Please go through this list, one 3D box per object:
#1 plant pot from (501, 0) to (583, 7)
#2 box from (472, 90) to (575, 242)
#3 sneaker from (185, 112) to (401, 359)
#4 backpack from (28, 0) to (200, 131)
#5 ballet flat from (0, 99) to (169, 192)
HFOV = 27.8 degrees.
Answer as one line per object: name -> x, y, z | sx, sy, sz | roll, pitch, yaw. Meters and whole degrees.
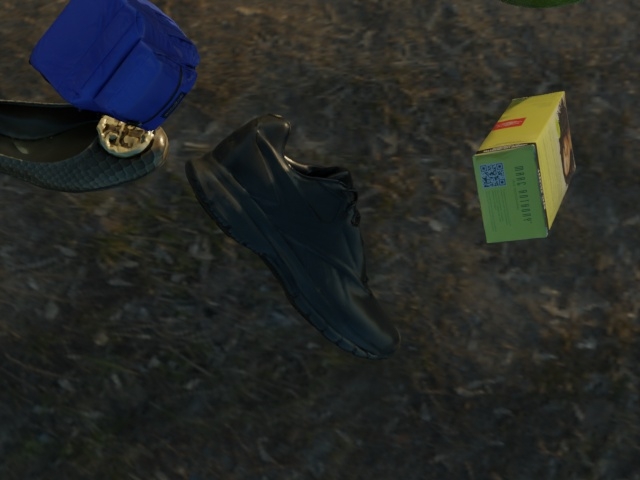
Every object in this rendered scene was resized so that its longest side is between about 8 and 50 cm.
plant pot -> 0.124, -0.359, 0.912 | 0.294, 0.275, 0.274 | 32, 81, -38
box -> 0.195, -0.074, 1.208 | 0.058, 0.232, 0.087 | -6, 107, 20
sneaker -> 0.000, 0.000, 1.254 | 0.130, 0.109, 0.286 | -41, 112, -2
backpack -> -0.150, -0.134, 1.008 | 0.098, 0.120, 0.101 | -44, 74, 10
ballet flat -> -0.252, -0.091, 1.084 | 0.250, 0.058, 0.084 | 6, 49, 9
